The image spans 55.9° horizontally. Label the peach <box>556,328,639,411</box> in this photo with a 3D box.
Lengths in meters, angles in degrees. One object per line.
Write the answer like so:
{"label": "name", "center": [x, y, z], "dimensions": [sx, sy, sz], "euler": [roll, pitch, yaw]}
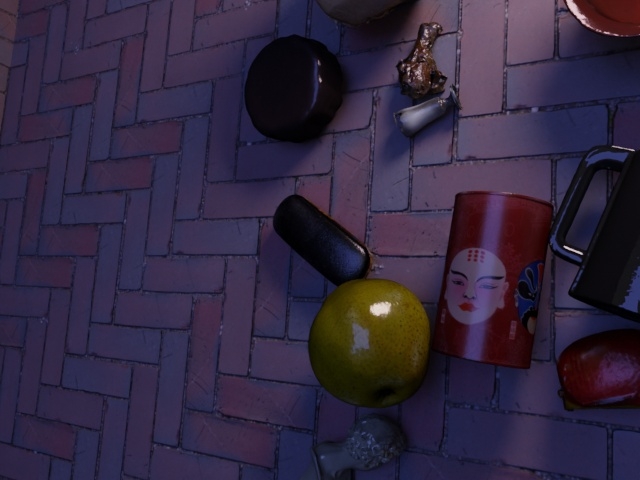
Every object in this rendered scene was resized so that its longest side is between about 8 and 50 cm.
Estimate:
{"label": "peach", "center": [0.575, 0.242, 1.113], "dimensions": [0.268, 0.154, 0.158], "euler": [-7, 77, 30]}

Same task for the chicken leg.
{"label": "chicken leg", "center": [0.245, -0.437, 1.481], "dimensions": [0.125, 0.080, 0.196], "euler": [-8, 70, 19]}

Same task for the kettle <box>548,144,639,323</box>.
{"label": "kettle", "center": [0.603, -0.007, 1.134], "dimensions": [0.262, 0.203, 0.307], "euler": [18, 88, 58]}

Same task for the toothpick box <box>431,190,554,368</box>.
{"label": "toothpick box", "center": [0.354, 0.080, 1.246], "dimensions": [0.204, 0.204, 0.333], "euler": [6, 85, 31]}

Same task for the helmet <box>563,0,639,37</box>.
{"label": "helmet", "center": [0.659, -0.549, 1.158], "dimensions": [0.338, 0.230, 0.384], "euler": [24, 103, 33]}

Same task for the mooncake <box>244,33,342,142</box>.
{"label": "mooncake", "center": [-0.067, -0.401, 1.617], "dimensions": [0.283, 0.141, 0.282], "euler": [-2, 86, 38]}

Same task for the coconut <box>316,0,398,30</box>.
{"label": "coconut", "center": [0.096, -0.721, 1.438], "dimensions": [0.346, 0.346, 0.360], "euler": [-27, 104, 24]}

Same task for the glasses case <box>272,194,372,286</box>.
{"label": "glasses case", "center": [0.000, 0.000, 1.539], "dimensions": [0.321, 0.082, 0.122], "euler": [40, 101, 31]}

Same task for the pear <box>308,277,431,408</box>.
{"label": "pear", "center": [0.109, 0.225, 1.320], "dimensions": [0.294, 0.294, 0.294], "euler": [-6, 79, 30]}

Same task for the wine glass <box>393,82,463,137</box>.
{"label": "wine glass", "center": [0.259, -0.312, 1.449], "dimensions": [0.155, 0.072, 0.072], "euler": [-24, 70, 25]}

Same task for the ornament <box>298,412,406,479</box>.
{"label": "ornament", "center": [0.060, 0.498, 1.391], "dimensions": [0.285, 0.130, 0.120], "euler": [-38, 52, 20]}
